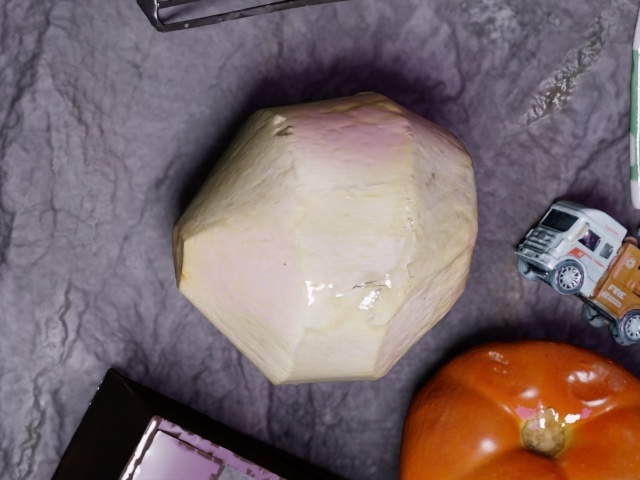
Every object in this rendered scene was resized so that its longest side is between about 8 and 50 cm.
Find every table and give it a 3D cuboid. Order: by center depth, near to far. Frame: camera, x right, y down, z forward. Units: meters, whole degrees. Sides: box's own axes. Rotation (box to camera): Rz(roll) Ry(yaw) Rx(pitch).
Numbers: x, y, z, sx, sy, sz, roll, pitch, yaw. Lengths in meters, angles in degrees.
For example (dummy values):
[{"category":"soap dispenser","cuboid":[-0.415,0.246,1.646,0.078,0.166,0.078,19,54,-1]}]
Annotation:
[{"category":"table","cuboid":[-0.096,0.291,1.654,0.282,0.196,0.250,28,88,-18]}]

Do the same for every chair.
[{"category":"chair","cuboid":[-0.042,-0.233,1.623,0.213,0.101,0.084,-7,110,23]}]

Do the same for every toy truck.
[{"category":"toy truck","cuboid":[0.273,0.024,1.781,0.178,0.080,0.115,33,88,-23]}]

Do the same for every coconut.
[{"category":"coconut","cuboid":[0.000,0.000,1.608,0.259,0.259,0.259,-5,106,-16]}]

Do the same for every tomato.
[{"category":"tomato","cuboid":[0.189,0.212,1.722,0.260,0.259,0.180,-16,140,-13]}]

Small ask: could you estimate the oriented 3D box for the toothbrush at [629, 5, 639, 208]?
[{"category":"toothbrush","cuboid":[0.287,-0.153,1.770,0.024,0.018,0.257,-6,106,-13]}]
